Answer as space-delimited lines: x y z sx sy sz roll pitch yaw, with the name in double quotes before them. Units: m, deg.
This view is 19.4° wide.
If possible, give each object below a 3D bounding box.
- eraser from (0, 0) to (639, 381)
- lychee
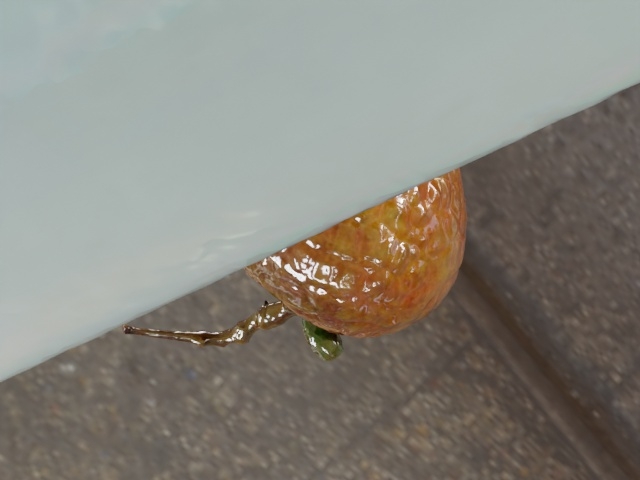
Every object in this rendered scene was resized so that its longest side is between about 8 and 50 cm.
"eraser" -0.031 -0.077 0.429 0.290 0.189 0.104 -25 47 26
"lychee" 0.003 -0.005 0.769 0.114 0.140 0.101 32 46 11
